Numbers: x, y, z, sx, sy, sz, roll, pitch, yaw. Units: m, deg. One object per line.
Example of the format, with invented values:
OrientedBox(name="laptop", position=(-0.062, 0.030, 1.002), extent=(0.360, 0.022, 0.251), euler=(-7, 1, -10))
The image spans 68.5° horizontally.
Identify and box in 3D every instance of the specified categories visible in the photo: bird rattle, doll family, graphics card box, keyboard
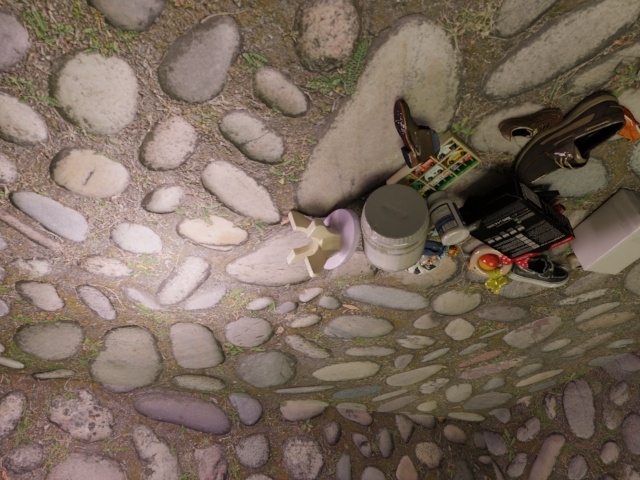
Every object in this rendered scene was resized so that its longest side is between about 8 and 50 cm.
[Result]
OrientedBox(name="bird rattle", position=(0.719, 0.093, 1.916), extent=(0.206, 0.143, 0.254), euler=(19, 142, 3))
OrientedBox(name="doll family", position=(0.433, 0.001, 1.703), extent=(0.163, 0.118, 0.263), euler=(4, 117, -26))
OrientedBox(name="graphics card box", position=(0.675, -0.056, 1.623), extent=(0.370, 0.094, 0.232), euler=(22, 142, -34))
OrientedBox(name="keyboard", position=(0.672, -0.153, 1.641), extent=(0.317, 0.033, 0.201), euler=(-5, 166, -5))

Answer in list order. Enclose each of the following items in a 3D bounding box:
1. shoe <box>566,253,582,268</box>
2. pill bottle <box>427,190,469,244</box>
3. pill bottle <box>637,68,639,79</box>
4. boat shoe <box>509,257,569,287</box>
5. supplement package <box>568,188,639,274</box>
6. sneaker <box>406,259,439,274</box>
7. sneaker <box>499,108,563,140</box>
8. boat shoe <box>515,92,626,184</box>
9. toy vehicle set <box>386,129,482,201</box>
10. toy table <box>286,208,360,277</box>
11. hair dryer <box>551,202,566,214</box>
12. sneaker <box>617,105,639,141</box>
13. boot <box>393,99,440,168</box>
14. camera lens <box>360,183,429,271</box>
OrientedBox(name="shoe", position=(1.183, 0.093, 2.051), extent=(0.218, 0.058, 0.077), euler=(-3, 142, -6))
OrientedBox(name="pill bottle", position=(0.417, -0.078, 1.562), extent=(0.094, 0.169, 0.094), euler=(-14, 152, -7))
OrientedBox(name="pill bottle", position=(0.941, -0.466, 1.321), extent=(0.083, 0.043, 0.043), euler=(3, 140, -14))
OrientedBox(name="boat shoe", position=(0.949, 0.123, 2.020), extent=(0.301, 0.108, 0.102), euler=(10, 140, -10))
OrientedBox(name="supplement package", position=(1.138, -0.027, 1.799), extent=(0.177, 0.175, 0.293), euler=(8, 139, -21))
OrientedBox(name="sneaker", position=(0.371, 0.054, 1.833), extent=(0.234, 0.094, 0.153), euler=(10, 148, -6))
OrientedBox(name="sneaker", position=(0.638, -0.336, 1.409), extent=(0.188, 0.071, 0.066), euler=(-13, 141, 7))
OrientedBox(name="boat shoe", position=(0.755, -0.287, 1.443), extent=(0.132, 0.130, 0.355), euler=(15, 136, -26))
OrientedBox(name="toy vehicle set", position=(0.366, -0.224, 1.531), extent=(0.166, 0.035, 0.267), euler=(24, 132, -34))
OrientedBox(name="toy table", position=(0.000, 0.000, 1.610), extent=(0.160, 0.252, 0.274), euler=(-5, 139, -31))
OrientedBox(name="hair dryer", position=(0.762, -0.065, 1.752), extent=(0.293, 0.080, 0.224), euler=(-19, 148, 11))
OrientedBox(name="sneaker", position=(0.939, -0.353, 1.450), extent=(0.175, 0.064, 0.067), euler=(29, 139, -33))
OrientedBox(name="boot", position=(0.282, -0.323, 1.367), extent=(0.106, 0.082, 0.219), euler=(-24, 130, -3))
OrientedBox(name="camera lens", position=(0.246, -0.035, 1.568), extent=(0.219, 0.220, 0.274), euler=(-10, 154, 2))
